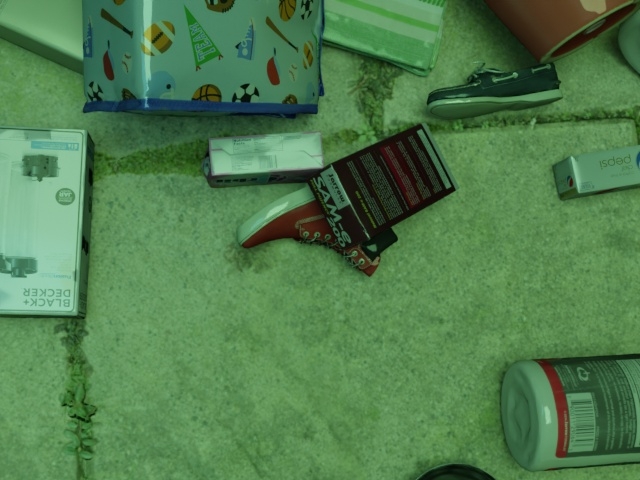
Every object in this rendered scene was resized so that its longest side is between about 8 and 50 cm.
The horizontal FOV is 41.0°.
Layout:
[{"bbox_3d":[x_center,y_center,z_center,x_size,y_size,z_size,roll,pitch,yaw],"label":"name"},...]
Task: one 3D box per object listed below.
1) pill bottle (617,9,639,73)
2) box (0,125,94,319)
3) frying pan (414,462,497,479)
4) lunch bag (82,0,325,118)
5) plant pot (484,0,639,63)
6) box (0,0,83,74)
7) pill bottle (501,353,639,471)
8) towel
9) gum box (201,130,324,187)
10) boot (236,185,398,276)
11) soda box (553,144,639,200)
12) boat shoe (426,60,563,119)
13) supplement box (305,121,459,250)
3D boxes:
[{"bbox_3d":[0.699,-0.453,1.494,0.210,0.210,0.363,36,79,-2],"label":"pill bottle"},{"bbox_3d":[-0.442,-0.025,1.317,0.169,0.087,0.289,3,82,-8],"label":"box"},{"bbox_3d":[0.151,0.462,1.360,0.326,0.053,0.197,-6,83,-8],"label":"frying pan"},{"bbox_3d":[-0.156,-0.347,1.294,0.386,0.239,0.327,-8,102,-39],"label":"lunch bag"},{"bbox_3d":[0.389,-0.445,1.409,0.275,0.275,0.243,-28,84,-12],"label":"plant pot"},{"bbox_3d":[-0.425,-0.351,1.363,0.275,0.094,0.113,25,79,-5],"label":"box"},{"bbox_3d":[0.468,0.272,1.373,0.319,0.176,0.176,-1,82,-9],"label":"pill bottle"},{"bbox_3d":[0.116,-0.471,1.488,0.248,0.038,0.324,16,81,-11],"label":"towel"},{"bbox_3d":[-0.096,-0.128,1.376,0.188,0.107,0.062,-4,83,-10],"label":"gum box"},{"bbox_3d":[0.000,0.000,1.387,0.244,0.088,0.176,-25,88,-15],"label":"boot"},{"bbox_3d":[0.523,-0.123,1.489,0.216,0.074,0.069,-9,83,-10],"label":"soda box"},{"bbox_3d":[0.296,-0.262,1.463,0.255,0.095,0.079,-9,85,-11],"label":"boat shoe"},{"bbox_3d":[0.104,-0.090,1.365,0.239,0.073,0.130,-27,90,-41],"label":"supplement box"}]
